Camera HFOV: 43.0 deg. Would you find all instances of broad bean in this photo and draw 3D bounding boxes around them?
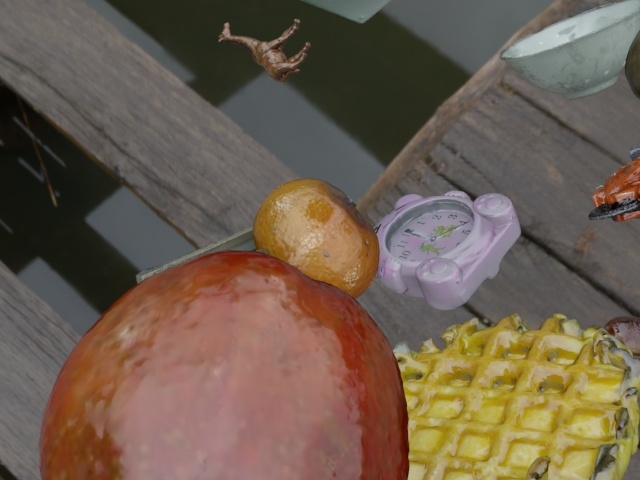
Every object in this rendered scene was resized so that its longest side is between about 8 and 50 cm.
[{"bbox_3d":[0.710,0.218,1.849,0.165,0.084,0.114,7,44,-21],"label":"broad bean"}]

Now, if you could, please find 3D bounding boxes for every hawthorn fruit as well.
[{"bbox_3d":[-0.049,0.097,0.475,0.205,0.205,0.253,2,55,-1],"label":"hawthorn fruit"}]

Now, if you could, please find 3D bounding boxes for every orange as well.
[{"bbox_3d":[0.000,0.000,1.322,0.170,0.224,0.224,-47,71,15],"label":"orange"}]

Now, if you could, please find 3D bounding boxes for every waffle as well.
[{"bbox_3d":[0.149,0.137,0.667,0.262,0.280,0.060,-22,112,-9],"label":"waffle"}]

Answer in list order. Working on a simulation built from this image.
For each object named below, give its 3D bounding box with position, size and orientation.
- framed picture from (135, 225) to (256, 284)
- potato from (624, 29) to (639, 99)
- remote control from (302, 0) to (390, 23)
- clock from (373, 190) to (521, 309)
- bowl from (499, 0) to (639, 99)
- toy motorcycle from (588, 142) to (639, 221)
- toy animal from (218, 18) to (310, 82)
[{"bbox_3d":[-0.138,0.112,1.377,0.335,0.247,0.022,-24,22,-38],"label":"framed picture"},{"bbox_3d":[0.508,-0.250,1.072,0.159,0.251,0.174,33,96,-1],"label":"potato"},{"bbox_3d":[-0.032,-0.376,1.027,0.344,0.145,0.050,10,60,-38],"label":"remote control"},{"bbox_3d":[0.248,0.008,1.805,0.322,0.113,0.295,15,52,46],"label":"clock"},{"bbox_3d":[0.555,-0.388,1.729,0.314,0.313,0.146,-29,107,-14],"label":"bowl"},{"bbox_3d":[0.567,-0.101,1.355,0.221,0.326,0.147,-20,96,27],"label":"toy motorcycle"},{"bbox_3d":[-0.146,-0.493,2.058,0.230,0.066,0.224,-26,80,32],"label":"toy animal"}]
